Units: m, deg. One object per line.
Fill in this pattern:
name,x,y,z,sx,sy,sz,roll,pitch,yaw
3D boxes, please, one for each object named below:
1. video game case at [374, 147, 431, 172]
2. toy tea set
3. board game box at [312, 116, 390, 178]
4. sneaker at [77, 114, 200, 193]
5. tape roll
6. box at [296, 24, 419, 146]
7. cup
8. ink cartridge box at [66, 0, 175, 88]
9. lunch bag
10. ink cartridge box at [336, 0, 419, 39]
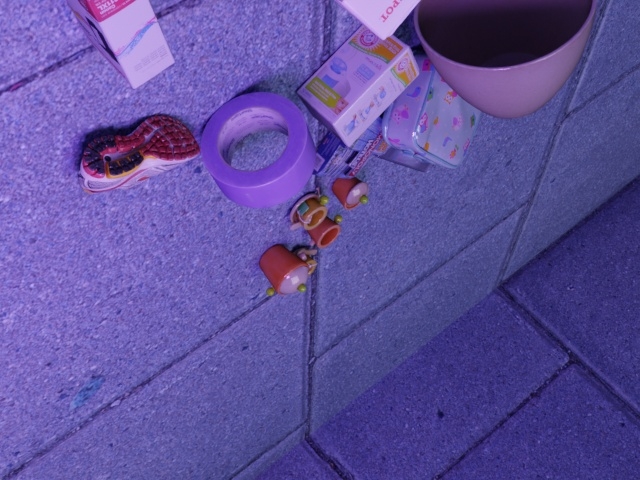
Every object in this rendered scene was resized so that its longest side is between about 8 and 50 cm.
video game case,0.249,-0.263,2.055,0.196,0.026,0.274,-53,153,16
toy tea set,0.000,0.000,1.951,0.200,0.124,0.336,-6,135,-54
board game box,0.085,-0.209,1.843,0.194,0.060,0.194,1,129,-56
sneaker,-0.294,-0.136,1.367,0.225,0.088,0.093,-21,166,-41
tape roll,-0.107,-0.157,1.473,0.189,0.189,0.080,-41,154,-8
box,0.074,-0.300,1.618,0.203,0.114,0.103,-45,154,-1
cup,0.363,-0.375,1.653,0.331,0.331,0.237,-40,145,-11
ink cartridge box,-0.268,-0.297,1.082,0.072,0.127,0.175,-38,154,-12
lunch bag,0.242,-0.275,1.842,0.279,0.108,0.224,16,95,-55
ink cartridge box,0.054,-0.440,1.250,0.237,0.100,0.172,35,101,-25
